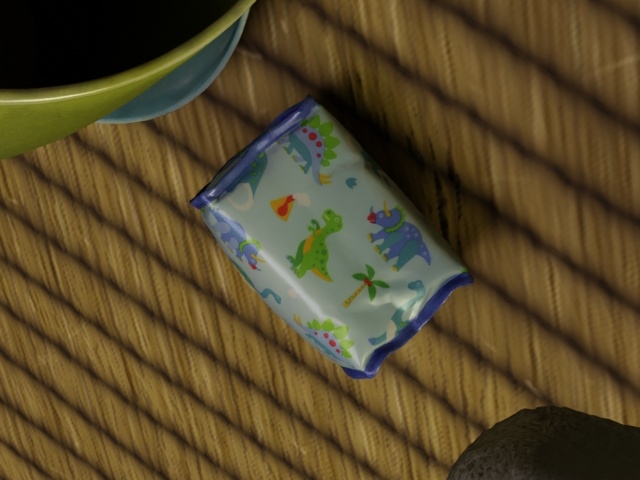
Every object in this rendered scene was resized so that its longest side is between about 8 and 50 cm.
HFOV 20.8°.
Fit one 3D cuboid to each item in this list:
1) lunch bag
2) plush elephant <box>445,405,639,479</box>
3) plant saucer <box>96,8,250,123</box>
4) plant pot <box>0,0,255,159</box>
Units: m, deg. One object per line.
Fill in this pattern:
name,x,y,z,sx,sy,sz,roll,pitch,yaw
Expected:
lunch bag,0.000,0.000,0.918,0.129,0.096,0.151,49,169,-3
plush elephant,0.219,0.176,0.733,0.330,0.272,0.255,21,125,14
plant saucer,-0.153,-0.208,0.911,0.317,0.043,0.318,24,136,25
plant pot,-0.173,-0.143,0.778,0.275,0.275,0.293,47,156,-2
